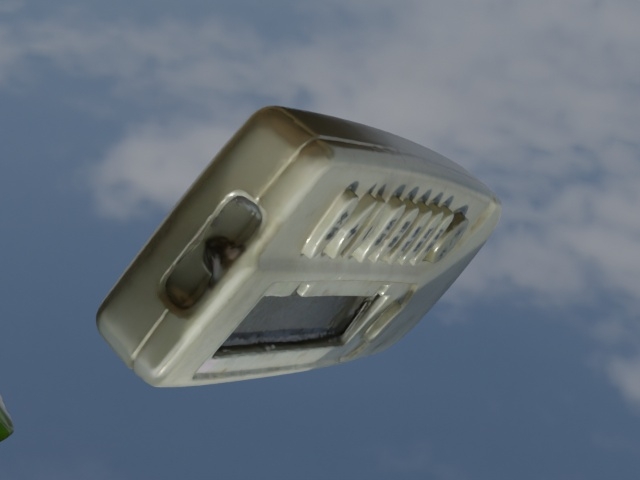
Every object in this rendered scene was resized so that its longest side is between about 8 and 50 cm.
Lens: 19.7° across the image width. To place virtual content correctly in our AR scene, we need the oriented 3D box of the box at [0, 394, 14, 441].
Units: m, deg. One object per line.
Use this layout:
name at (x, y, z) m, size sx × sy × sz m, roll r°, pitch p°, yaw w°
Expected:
box at (-0.257, 0.012, 0.673) m, size 0.173 × 0.311 × 0.043 m, roll -31°, pitch -136°, yaw -4°

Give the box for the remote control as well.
remote control at (0.001, 0.001, 0.620) m, size 0.049 × 0.090 × 0.230 m, roll 43°, pitch -168°, yaw 14°
